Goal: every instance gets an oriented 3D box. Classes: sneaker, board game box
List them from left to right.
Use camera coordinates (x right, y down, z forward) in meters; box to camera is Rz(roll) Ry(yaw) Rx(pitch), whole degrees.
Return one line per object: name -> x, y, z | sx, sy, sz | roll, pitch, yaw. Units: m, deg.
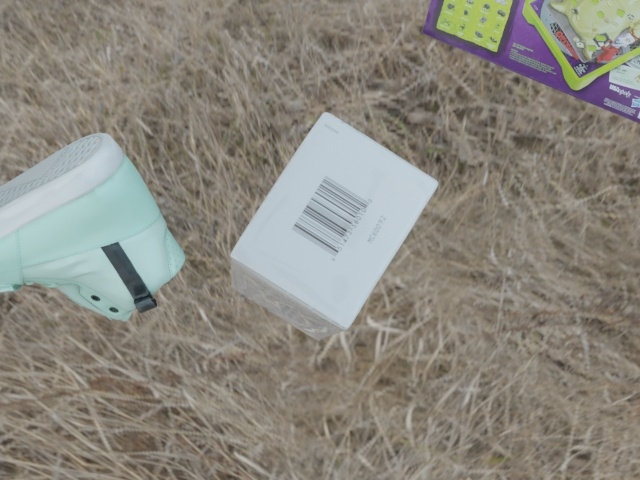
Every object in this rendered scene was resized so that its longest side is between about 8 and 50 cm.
sneaker -> -0.236, 0.033, 0.799 | 0.256, 0.151, 0.094 | -24, 30, 14
board game box -> 0.306, -0.293, 1.211 | 0.347, 0.208, 0.056 | 28, 39, 22

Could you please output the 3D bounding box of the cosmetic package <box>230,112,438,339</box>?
cosmetic package -> 0.000, 0.000, 1.200 | 0.155, 0.365, 0.197 | 32, 82, 1
